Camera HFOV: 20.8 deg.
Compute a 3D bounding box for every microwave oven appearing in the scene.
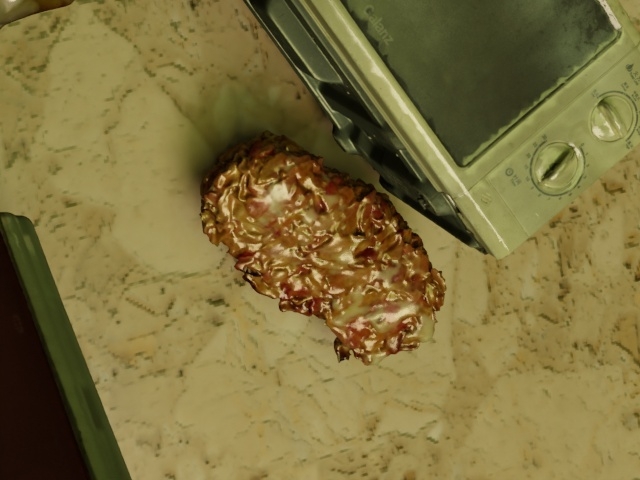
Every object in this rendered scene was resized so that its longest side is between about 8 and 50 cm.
[{"bbox_3d":[0.042,-0.136,0.917,0.145,0.194,0.240,-41,114,-7],"label":"microwave oven"}]

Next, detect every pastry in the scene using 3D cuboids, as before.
[{"bbox_3d":[0.002,-0.002,0.996,0.087,0.063,0.169,-40,120,13],"label":"pastry"}]

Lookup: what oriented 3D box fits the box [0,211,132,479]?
[{"bbox_3d":[-0.179,0.138,0.811,0.167,0.294,0.193,-14,124,-13],"label":"box"}]

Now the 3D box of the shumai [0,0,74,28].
[{"bbox_3d":[-0.143,-0.190,0.841,0.206,0.166,0.176,-12,116,2],"label":"shumai"}]
